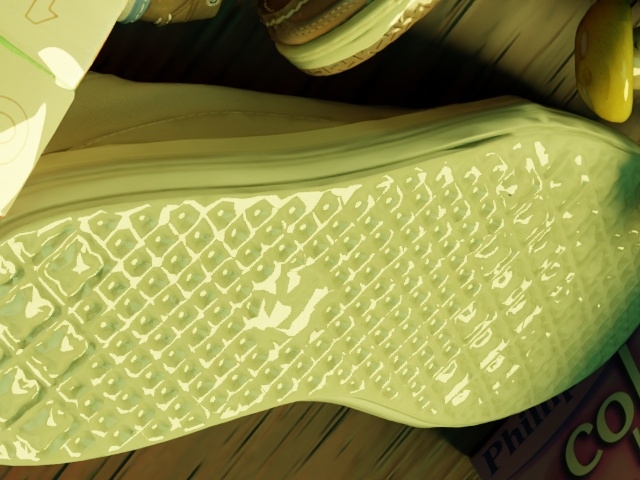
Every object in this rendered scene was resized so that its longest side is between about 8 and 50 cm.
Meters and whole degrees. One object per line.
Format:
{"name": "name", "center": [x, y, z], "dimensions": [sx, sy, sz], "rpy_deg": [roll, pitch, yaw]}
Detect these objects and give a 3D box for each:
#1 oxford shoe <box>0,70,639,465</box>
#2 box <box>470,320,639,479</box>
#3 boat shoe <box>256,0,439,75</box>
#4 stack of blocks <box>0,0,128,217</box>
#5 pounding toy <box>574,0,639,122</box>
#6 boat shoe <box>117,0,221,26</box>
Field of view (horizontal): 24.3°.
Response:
{"name": "oxford shoe", "center": [0.000, 0.000, 0.666], "dimensions": [0.449, 0.130, 0.169], "rpy_deg": [-2, 116, -39]}
{"name": "box", "center": [0.231, 0.132, 0.766], "dimensions": [0.117, 0.243, 0.213], "rpy_deg": [33, 105, -35]}
{"name": "boat shoe", "center": [0.050, -0.187, 0.590], "dimensions": [0.095, 0.095, 0.257], "rpy_deg": [38, 93, -26]}
{"name": "stack of blocks", "center": [-0.158, -0.062, 0.451], "dimensions": [0.087, 0.171, 0.297], "rpy_deg": [38, 77, -42]}
{"name": "pounding toy", "center": [0.155, -0.092, 0.661], "dimensions": [0.110, 0.183, 0.236], "rpy_deg": [-2, 129, 8]}
{"name": "boat shoe", "center": [-0.040, -0.167, 0.577], "dimensions": [0.066, 0.066, 0.183], "rpy_deg": [5, 128, -31]}
